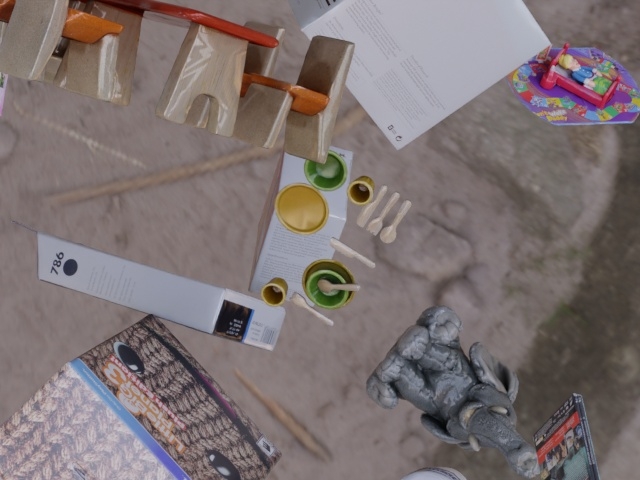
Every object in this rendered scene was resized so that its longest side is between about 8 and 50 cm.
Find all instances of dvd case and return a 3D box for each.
[{"bbox_3d":[0.256,0.232,1.496,0.013,0.119,0.087,14,136,-19],"label":"dvd case"}]

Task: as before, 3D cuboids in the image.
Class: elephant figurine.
[{"bbox_3d":[0.191,0.215,1.912,0.239,0.186,0.169,39,137,3],"label":"elephant figurine"}]

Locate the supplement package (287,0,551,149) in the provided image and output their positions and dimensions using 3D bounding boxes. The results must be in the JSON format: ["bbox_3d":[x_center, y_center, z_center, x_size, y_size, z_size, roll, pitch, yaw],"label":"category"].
[{"bbox_3d":[0.099,-0.250,1.551,0.203,0.149,0.194,-34,125,10],"label":"supplement package"}]

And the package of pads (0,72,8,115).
[{"bbox_3d":[-0.312,-0.155,1.317,0.032,0.050,0.083,19,75,-56],"label":"package of pads"}]

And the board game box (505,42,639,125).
[{"bbox_3d":[0.302,-0.193,1.687,0.169,0.133,0.033,-3,139,-18],"label":"board game box"}]

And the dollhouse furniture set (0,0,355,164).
[{"bbox_3d":[-0.139,-0.164,1.008,0.262,0.259,0.135,13,95,-46],"label":"dollhouse furniture set"}]

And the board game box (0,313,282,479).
[{"bbox_3d":[-0.194,0.229,1.549,0.141,0.291,0.232,-43,89,12],"label":"board game box"}]

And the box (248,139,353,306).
[{"bbox_3d":[-0.026,-0.024,1.838,0.091,0.130,0.170,13,134,-6],"label":"box"}]

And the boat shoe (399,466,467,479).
[{"bbox_3d":[0.014,0.110,0.439,0.035,0.035,0.100,34,97,13],"label":"boat shoe"}]

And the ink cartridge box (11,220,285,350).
[{"bbox_3d":[-0.224,0.057,1.799,0.165,0.333,0.065,23,84,-62],"label":"ink cartridge box"}]

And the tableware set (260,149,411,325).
[{"bbox_3d":[0.000,0.000,1.217,0.104,0.024,0.154,33,119,0],"label":"tableware set"}]
